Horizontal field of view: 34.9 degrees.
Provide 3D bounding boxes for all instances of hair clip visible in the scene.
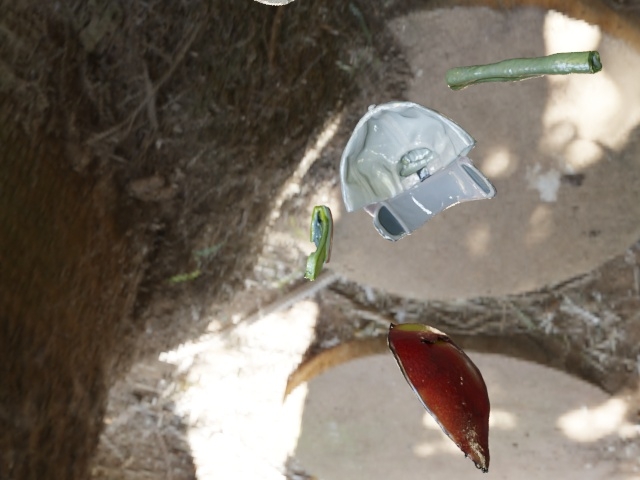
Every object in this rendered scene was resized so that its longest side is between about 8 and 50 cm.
[{"bbox_3d":[0.000,0.000,1.356,0.033,0.188,0.060,8,115,-1],"label":"hair clip"}]

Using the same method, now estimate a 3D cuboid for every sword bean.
[{"bbox_3d":[0.277,-0.242,1.448,0.043,0.038,0.269,28,164,-36],"label":"sword bean"}]

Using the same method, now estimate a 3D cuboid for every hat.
[{"bbox_3d":[0.151,-0.114,1.546,0.219,0.164,0.226,-25,165,21],"label":"hat"}]

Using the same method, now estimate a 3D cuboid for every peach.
[{"bbox_3d":[0.196,0.217,1.533,0.068,0.279,0.189,-45,147,19],"label":"peach"}]

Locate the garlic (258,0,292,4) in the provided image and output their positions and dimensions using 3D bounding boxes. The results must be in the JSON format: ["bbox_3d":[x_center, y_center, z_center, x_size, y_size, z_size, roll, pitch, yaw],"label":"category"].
[{"bbox_3d":[-0.059,-0.496,1.358,0.286,0.249,0.313,13,130,-15],"label":"garlic"}]
